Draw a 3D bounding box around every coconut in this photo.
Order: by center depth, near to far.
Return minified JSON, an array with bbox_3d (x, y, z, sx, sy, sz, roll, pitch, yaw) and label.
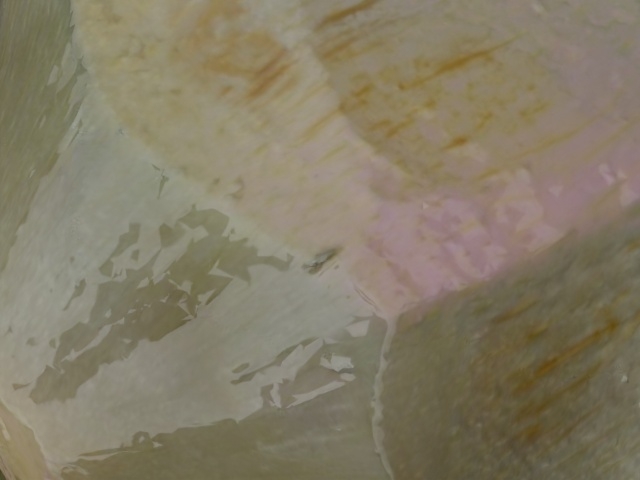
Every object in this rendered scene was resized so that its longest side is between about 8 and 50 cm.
[{"bbox_3d":[0.000,0.000,0.517,0.237,0.237,0.197,50,151,14],"label":"coconut"}]
